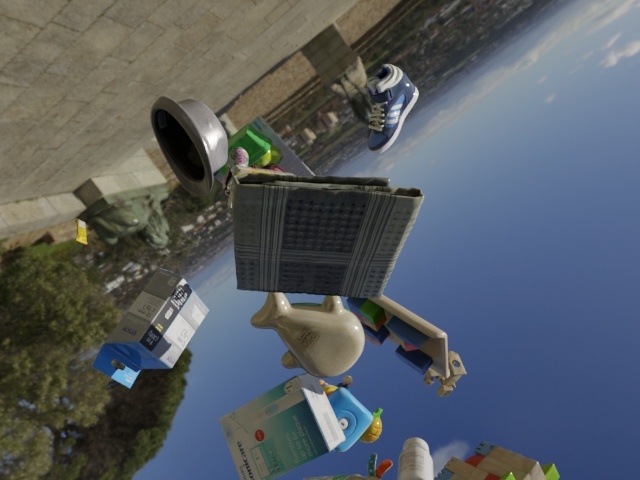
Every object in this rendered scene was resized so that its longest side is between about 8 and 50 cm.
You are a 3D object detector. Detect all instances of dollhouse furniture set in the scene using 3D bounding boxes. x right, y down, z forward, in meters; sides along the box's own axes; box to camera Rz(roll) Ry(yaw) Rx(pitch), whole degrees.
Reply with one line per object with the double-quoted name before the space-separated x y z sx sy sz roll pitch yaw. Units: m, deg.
"dollhouse furniture set" 0.451 0.531 1.762 0.101 0.161 0.181 -104 -157 -44

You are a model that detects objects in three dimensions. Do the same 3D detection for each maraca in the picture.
"maraca" 0.221 0.813 1.956 0.127 0.099 0.185 -18 130 -47

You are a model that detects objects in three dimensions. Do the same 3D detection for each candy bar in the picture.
"candy bar" -0.901 -0.036 1.676 0.018 0.040 0.161 -52 -139 9

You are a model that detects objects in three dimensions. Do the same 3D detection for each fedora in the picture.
"fedora" -0.338 -0.269 1.210 0.124 0.275 0.244 -39 -155 -32

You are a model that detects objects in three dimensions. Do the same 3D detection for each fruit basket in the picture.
"fruit basket" -0.251 -0.297 1.850 0.327 0.353 0.165 -34 -142 20

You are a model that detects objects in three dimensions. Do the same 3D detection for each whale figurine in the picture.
"whale figurine" -0.028 0.203 1.051 0.216 0.272 0.141 -57 -163 11

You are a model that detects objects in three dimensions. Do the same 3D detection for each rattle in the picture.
"rattle" 0.111 0.685 1.206 0.199 0.130 0.143 -48 144 4

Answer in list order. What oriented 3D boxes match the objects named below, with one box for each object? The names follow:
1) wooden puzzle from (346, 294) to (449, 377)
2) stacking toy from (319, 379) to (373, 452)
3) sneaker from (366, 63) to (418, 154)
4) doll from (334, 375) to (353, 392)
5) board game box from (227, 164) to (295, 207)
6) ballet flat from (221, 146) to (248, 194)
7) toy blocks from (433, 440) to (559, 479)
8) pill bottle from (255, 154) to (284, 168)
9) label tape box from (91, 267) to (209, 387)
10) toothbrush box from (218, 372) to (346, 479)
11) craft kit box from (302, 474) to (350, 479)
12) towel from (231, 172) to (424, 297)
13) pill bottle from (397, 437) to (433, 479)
"wooden puzzle" 0.204 0.259 1.256 0.080 0.322 0.347 -50 146 -15
"stacking toy" 0.026 0.540 1.486 0.166 0.175 0.302 -45 -165 -6
"sneaker" 0.229 -0.530 1.761 0.322 0.236 0.130 -58 -140 9
"doll" 0.061 0.579 1.646 0.189 0.046 0.129 -44 -164 -32
"board game box" -0.148 -0.127 1.122 0.154 0.103 0.026 3 -156 -31
"ballet flat" -0.294 -0.229 1.543 0.077 0.079 0.221 -1 154 -26
"toy blocks" 0.447 0.723 1.271 0.382 0.190 0.261 -32 -170 -26
"pill bottle" -0.208 -0.353 1.957 0.152 0.086 0.086 -26 -172 20
"label tape box" -0.532 0.302 1.438 0.249 0.115 0.347 77 34 -55
"toothbrush box" -0.113 0.540 1.273 0.296 0.216 0.126 -33 159 17
"craft kit box" 0.063 1.052 1.751 0.250 0.246 0.061 -25 -176 35
"towel" 0.000 0.000 0.810 0.324 0.313 0.056 103 -11 -51
"pill bottle" 0.357 0.857 1.671 0.131 0.131 0.229 -35 -175 18
